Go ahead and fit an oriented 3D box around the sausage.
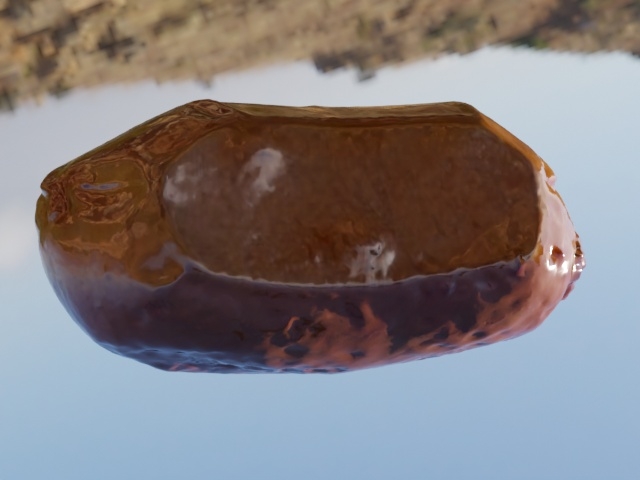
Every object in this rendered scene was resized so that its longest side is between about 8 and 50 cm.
[{"bbox_3d":[-0.001,0.001,0.759,0.258,0.133,0.133,-3,179,-22],"label":"sausage"}]
